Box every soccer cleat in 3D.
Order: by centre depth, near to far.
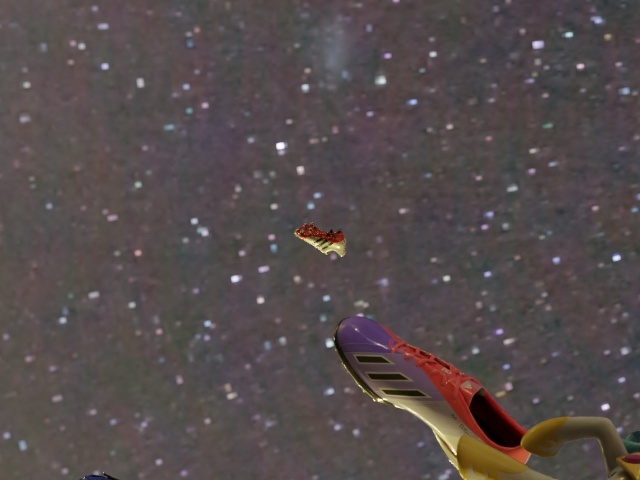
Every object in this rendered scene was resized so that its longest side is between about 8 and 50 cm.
[{"bbox_3d":[0.000,0.000,1.684,0.083,0.029,0.036,11,-54,40],"label":"soccer cleat"},{"bbox_3d":[0.159,0.202,1.805,0.318,0.108,0.116,42,-43,6],"label":"soccer cleat"}]

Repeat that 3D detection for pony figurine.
[{"bbox_3d":[0.352,0.345,1.410,0.363,0.303,0.351,-2,-73,31],"label":"pony figurine"}]

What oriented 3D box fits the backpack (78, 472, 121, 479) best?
[{"bbox_3d":[-0.240,0.335,1.559,0.101,0.120,0.098,-81,-170,-55],"label":"backpack"}]
